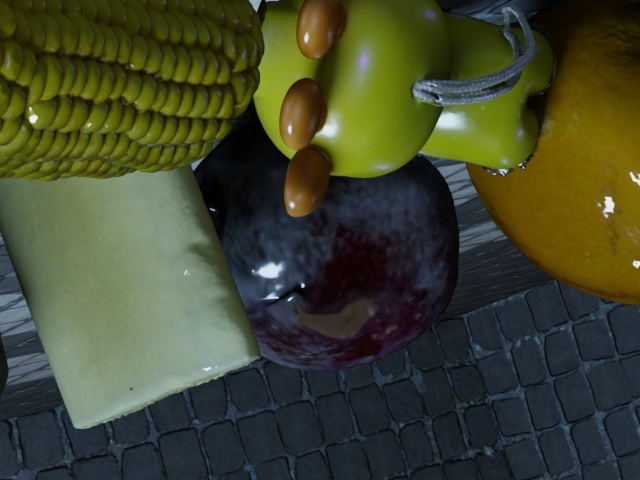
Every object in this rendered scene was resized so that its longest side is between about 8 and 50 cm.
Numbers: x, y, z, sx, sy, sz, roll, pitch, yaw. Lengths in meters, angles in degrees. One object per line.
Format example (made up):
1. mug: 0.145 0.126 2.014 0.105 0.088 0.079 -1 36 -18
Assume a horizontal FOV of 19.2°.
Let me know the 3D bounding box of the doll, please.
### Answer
1. doll: 0.033 -0.081 0.966 0.135 0.143 0.221 17 -173 22

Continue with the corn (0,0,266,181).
1. corn: -0.130 -0.071 0.777 0.101 0.101 0.310 -22 172 36

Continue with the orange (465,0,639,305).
1. orange: 0.202 -0.077 1.129 0.249 0.183 0.249 2 -156 -1

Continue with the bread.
1. bread: -0.114 0.007 1.074 0.139 0.178 0.060 -22 175 33

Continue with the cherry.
1. cherry: -0.008 -0.003 1.269 0.195 0.195 0.195 -16 172 -2

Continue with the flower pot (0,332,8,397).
1. flower pot: -0.320 0.098 1.050 0.259 0.290 0.290 -34 165 28
